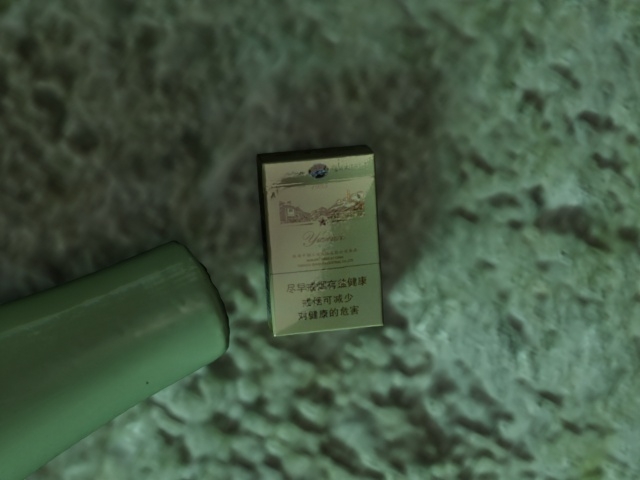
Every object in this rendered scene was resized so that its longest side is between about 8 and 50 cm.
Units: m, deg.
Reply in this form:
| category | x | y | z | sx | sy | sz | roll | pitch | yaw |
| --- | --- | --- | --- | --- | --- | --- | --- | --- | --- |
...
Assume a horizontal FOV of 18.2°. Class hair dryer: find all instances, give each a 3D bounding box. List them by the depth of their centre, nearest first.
| category | x | y | z | sx | sy | sz | roll | pitch | yaw |
| --- | --- | --- | --- | --- | --- | --- | --- | --- | --- |
| hair dryer | -0.144 | 0.130 | 0.898 | 0.296 | 0.119 | 0.298 | -43 | 121 | -2 |

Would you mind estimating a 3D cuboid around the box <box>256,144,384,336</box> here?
| category | x | y | z | sx | sy | sz | roll | pitch | yaw |
| --- | --- | --- | --- | --- | --- | --- | --- | --- | --- |
| box | 0.000 | 0.000 | 0.915 | 0.053 | 0.024 | 0.083 | -4 | 101 | -9 |
